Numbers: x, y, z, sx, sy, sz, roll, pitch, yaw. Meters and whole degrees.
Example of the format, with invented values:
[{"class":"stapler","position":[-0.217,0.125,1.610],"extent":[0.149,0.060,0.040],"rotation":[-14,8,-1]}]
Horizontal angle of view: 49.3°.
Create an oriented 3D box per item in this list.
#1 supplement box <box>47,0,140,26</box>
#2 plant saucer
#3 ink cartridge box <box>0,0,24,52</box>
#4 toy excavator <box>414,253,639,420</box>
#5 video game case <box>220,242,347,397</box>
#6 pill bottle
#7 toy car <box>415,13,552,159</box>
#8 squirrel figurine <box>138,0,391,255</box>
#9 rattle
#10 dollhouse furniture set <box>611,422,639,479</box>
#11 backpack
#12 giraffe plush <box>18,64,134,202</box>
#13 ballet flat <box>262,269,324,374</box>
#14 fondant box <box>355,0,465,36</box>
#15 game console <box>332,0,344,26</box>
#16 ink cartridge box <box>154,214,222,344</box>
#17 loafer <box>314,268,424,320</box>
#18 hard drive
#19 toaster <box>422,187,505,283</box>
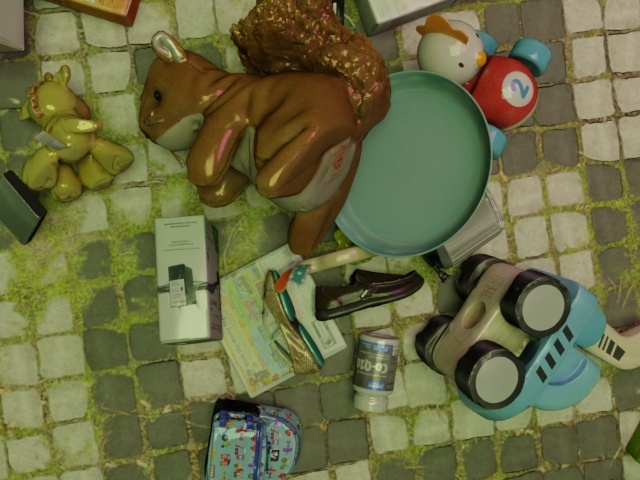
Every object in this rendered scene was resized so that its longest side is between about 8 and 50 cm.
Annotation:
[{"class":"supplement box","position":[-0.441,-0.453,1.227],"extent":[0.233,0.078,0.080],"rotation":[14,90,-7]},{"class":"plant saucer","position":[0.145,-0.127,1.185],"extent":[0.317,0.043,0.318],"rotation":[-4,83,33]},{"class":"ink cartridge box","position":[-0.651,-0.421,1.134],"extent":[0.307,0.129,0.223],"rotation":[0,91,14]},{"class":"toy excavator","position":[0.469,0.181,1.299],"extent":[0.445,0.222,0.433],"rotation":[36,87,-20]},{"class":"video game case","position":[-0.091,0.147,1.305],"extent":[0.206,0.026,0.227],"rotation":[-27,95,-5]},{"class":"pill bottle","position":[0.102,0.245,1.301],"extent":[0.078,0.078,0.137],"rotation":[8,90,-6]},{"class":"toy car","position":[0.252,-0.299,1.199],"extent":[0.210,0.238,0.219],"rotation":[23,80,36]},{"class":"squirrel figurine","position":[-0.101,-0.238,1.163],"extent":[0.370,0.281,0.397],"rotation":[31,84,21]},{"class":"rattle","position":[0.000,0.000,1.249],"extent":[0.199,0.130,0.143],"rotation":[-12,103,-19]},{"class":"dollhouse furniture set","position":[0.741,0.502,1.338],"extent":[0.301,0.151,0.198],"rotation":[29,88,-6]},{"class":"backpack","position":[-0.116,0.377,1.263],"extent":[0.173,0.117,0.158],"rotation":[10,91,-9]},{"class":"giraffe plush","position":[-0.446,-0.194,1.201],"extent":[0.181,0.210,0.170],"rotation":[-25,65,-6]},{"class":"ballet flat","position":[-0.066,0.155,1.262],"extent":[0.067,0.073,0.206],"rotation":[-26,91,9]},{"class":"fondant box","position":[0.203,-0.552,1.286],"extent":[0.330,0.096,0.238],"rotation":[-22,93,-6]},{"class":"game console","position":[0.004,-0.340,1.296],"extent":[0.213,0.044,0.361],"rotation":[1,92,-8]},{"class":"ink cartridge box","position":[-0.224,0.073,1.203],"extent":[0.086,0.153,0.208],"rotation":[-4,81,0]},{"class":"loafer","position":[0.089,0.086,1.288],"extent":[0.220,0.080,0.078],"rotation":[-15,84,-16]},{"class":"hard drive","position":[-0.524,-0.054,1.205],"extent":[0.094,0.135,0.022],"rotation":[50,52,-5]},{"class":"toaster","position":[0.237,-0.050,1.285],"extent":[0.146,0.129,0.227],"rotation":[-31,92,-7]}]
